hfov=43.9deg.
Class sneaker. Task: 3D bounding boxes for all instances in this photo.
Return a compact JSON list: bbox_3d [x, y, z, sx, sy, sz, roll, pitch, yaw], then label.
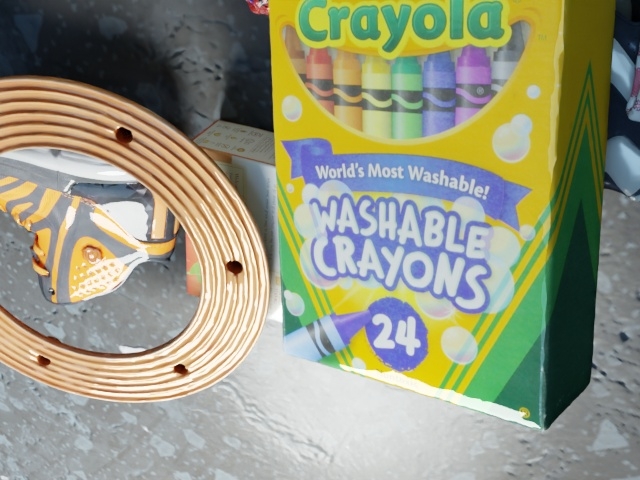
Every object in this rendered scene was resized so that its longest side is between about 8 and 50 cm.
[{"bbox_3d":[-0.284,-0.035,0.751,0.321,0.124,0.180,14,122,16],"label":"sneaker"},{"bbox_3d":[0.158,-0.106,0.540,0.235,0.094,0.153,4,108,36],"label":"sneaker"}]

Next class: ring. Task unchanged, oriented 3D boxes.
[{"bbox_3d":[-0.205,0.012,0.687,0.337,0.032,0.336,5,125,8],"label":"ring"}]

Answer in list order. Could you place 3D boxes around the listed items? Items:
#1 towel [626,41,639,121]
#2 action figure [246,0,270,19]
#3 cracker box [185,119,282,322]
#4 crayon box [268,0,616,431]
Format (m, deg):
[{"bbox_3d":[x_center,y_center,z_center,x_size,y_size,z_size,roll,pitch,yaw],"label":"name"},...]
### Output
[{"bbox_3d":[0.264,-0.150,0.442,0.144,0.029,0.197,10,101,3],"label":"towel"},{"bbox_3d":[-0.059,-0.211,0.607,0.038,0.030,0.115,-25,109,28],"label":"action figure"},{"bbox_3d":[0.000,0.000,0.682,0.232,0.067,0.155,16,124,16],"label":"cracker box"},{"bbox_3d":[0.070,-0.063,0.508,0.203,0.083,0.322,10,109,37],"label":"crayon box"}]
